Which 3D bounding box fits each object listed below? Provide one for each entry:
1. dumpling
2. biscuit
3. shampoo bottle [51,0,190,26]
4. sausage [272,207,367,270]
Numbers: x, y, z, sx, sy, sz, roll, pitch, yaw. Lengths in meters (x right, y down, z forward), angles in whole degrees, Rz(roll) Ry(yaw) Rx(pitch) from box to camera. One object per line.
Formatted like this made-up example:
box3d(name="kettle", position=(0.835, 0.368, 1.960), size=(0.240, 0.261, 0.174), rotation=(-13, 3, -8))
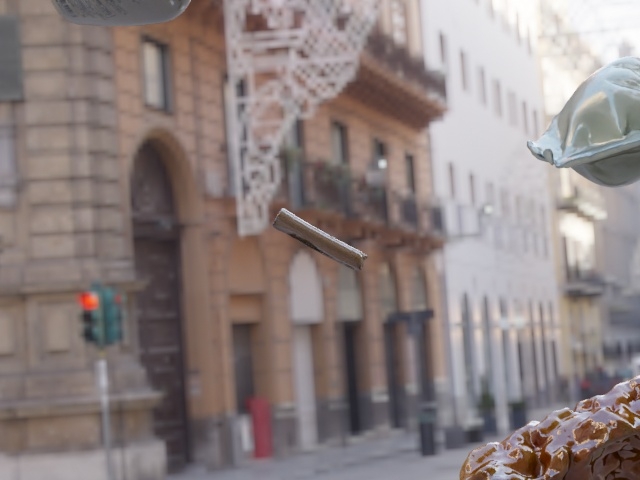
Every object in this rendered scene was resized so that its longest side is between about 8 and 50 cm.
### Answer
box3d(name="dumpling", position=(0.299, -0.110, 1.491), size=(0.111, 0.181, 0.155), rotation=(43, -1, -24))
box3d(name="biscuit", position=(0.318, 0.299, 1.916), size=(0.312, 0.110, 0.318), rotation=(-25, -39, -4))
box3d(name="shampoo bottle", position=(-0.196, -0.278, 1.620), size=(0.078, 0.127, 0.257), rotation=(-33, 16, -29))
box3d(name="sausage", position=(0.000, 0.000, 1.825), size=(0.116, 0.026, 0.026), rotation=(28, -7, -4))
